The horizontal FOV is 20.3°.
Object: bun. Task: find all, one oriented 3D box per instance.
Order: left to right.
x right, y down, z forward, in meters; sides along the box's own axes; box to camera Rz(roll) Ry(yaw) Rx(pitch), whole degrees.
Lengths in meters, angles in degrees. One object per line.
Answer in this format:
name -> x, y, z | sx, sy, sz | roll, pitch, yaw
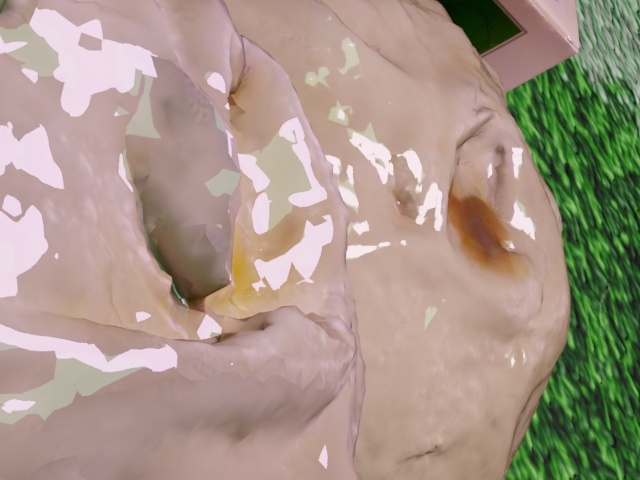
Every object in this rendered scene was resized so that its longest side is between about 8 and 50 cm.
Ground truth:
bun -> -0.112, 0.031, 0.560 | 0.365, 0.219, 0.365 | 31, 51, -48
bun -> 0.004, 0.002, 0.884 | 0.364, 0.202, 0.364 | 31, 48, -42

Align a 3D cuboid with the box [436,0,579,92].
box -> 0.024, -0.163, 1.049 | 0.212, 0.168, 0.095 | 40, 36, -35
